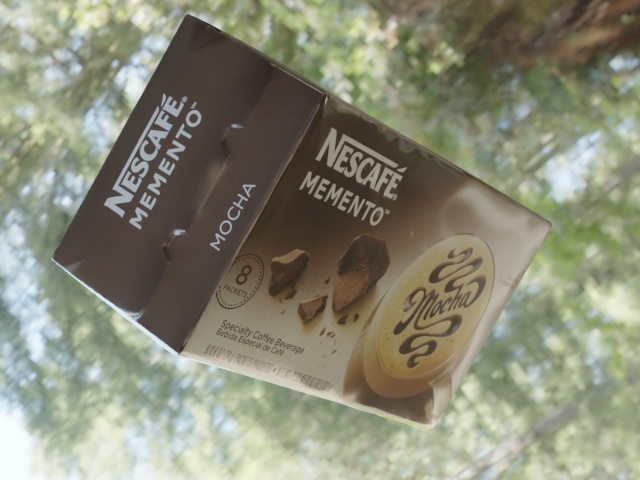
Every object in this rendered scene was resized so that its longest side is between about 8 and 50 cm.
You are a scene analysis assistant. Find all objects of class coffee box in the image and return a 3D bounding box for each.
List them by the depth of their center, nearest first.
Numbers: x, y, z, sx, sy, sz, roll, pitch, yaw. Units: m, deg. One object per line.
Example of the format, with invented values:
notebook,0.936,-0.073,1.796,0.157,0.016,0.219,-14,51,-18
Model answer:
coffee box,0.000,0.000,1.056,0.119,0.168,0.297,33,-175,35
